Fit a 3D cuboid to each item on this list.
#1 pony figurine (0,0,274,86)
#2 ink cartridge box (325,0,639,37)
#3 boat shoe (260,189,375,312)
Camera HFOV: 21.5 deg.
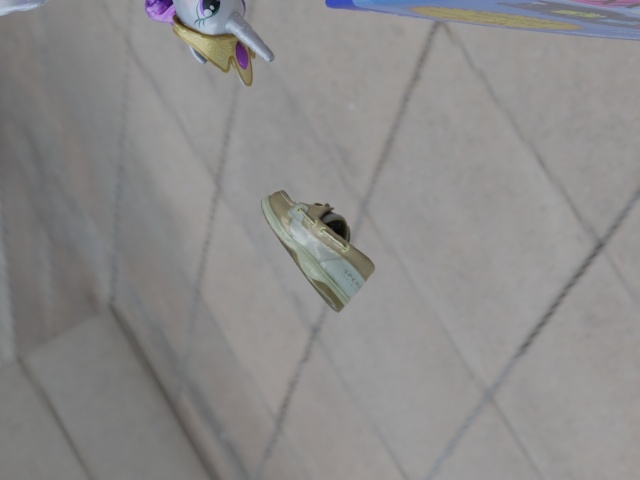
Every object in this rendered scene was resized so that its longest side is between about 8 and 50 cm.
[{"bbox_3d":[-0.199,-0.337,1.635,0.351,0.303,0.363,16,128,34],"label":"pony figurine"},{"bbox_3d":[0.174,-0.200,1.005,0.395,0.270,0.151,-161,75,-68],"label":"ink cartridge box"},{"bbox_3d":[0.000,0.000,1.154,0.050,0.045,0.135,52,-179,-39],"label":"boat shoe"}]
